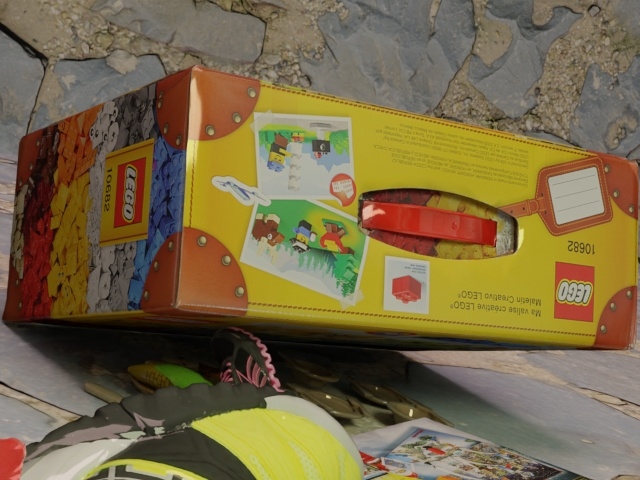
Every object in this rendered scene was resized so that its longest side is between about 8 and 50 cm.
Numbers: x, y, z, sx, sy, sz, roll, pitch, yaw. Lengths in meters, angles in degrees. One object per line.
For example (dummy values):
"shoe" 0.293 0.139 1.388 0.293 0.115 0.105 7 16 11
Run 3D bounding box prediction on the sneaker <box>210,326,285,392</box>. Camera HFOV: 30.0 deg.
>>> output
"sneaker" -0.062 0.121 0.955 0.057 0.047 0.119 -13 57 -38

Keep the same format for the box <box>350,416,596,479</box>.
"box" 0.086 0.185 0.857 0.159 0.044 0.233 17 9 31

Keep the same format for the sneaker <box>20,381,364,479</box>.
"sneaker" -0.090 0.163 0.461 0.147 0.145 0.384 26 23 30

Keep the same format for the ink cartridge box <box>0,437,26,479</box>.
"ink cartridge box" -0.197 0.116 0.292 0.224 0.056 0.181 -6 46 -1

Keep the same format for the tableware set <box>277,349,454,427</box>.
"tableware set" 0.037 0.145 1.122 0.168 0.020 0.141 17 7 -26

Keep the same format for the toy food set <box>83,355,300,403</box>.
"toy food set" -0.100 0.121 1.039 0.132 0.038 0.192 17 9 32

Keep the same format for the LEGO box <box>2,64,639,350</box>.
"LEGO box" 0.000 0.000 1.161 0.500 0.193 0.372 8 -9 -34
